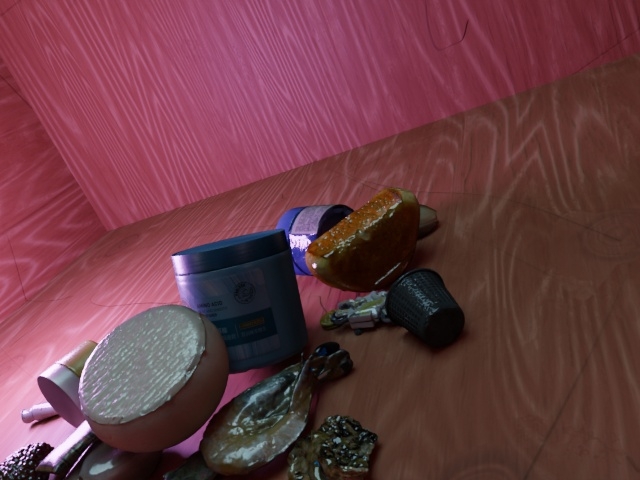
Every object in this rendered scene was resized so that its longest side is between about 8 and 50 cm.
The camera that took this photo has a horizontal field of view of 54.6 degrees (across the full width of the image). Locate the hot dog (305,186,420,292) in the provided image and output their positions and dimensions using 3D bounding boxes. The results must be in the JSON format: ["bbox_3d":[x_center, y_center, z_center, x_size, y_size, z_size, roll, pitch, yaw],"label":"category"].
[{"bbox_3d":[0.161,0.024,1.952,0.405,0.223,0.185,-37,22,-9],"label":"hot dog"}]

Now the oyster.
[{"bbox_3d":[0.012,0.454,1.310,0.222,0.083,0.214,-26,18,18],"label":"oyster"}]

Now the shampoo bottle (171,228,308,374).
[{"bbox_3d":[-0.223,0.167,1.767,0.330,0.343,0.331,-12,6,1],"label":"shampoo bottle"}]

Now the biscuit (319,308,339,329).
[{"bbox_3d":[0.039,0.236,1.862,0.083,0.023,0.084,-23,20,9],"label":"biscuit"}]

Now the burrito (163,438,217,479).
[{"bbox_3d":[-0.327,0.576,1.394,0.096,0.066,0.309,23,41,22],"label":"burrito"}]

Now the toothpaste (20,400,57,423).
[{"bbox_3d":[-0.891,0.563,2.100,0.234,0.057,0.089,-17,20,1],"label":"toothpaste"}]

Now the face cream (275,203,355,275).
[{"bbox_3d":[0.000,0.000,2.146,0.225,0.249,0.249,-3,30,47],"label":"face cream"}]

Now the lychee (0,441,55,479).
[{"bbox_3d":[-0.752,0.618,1.615,0.188,0.188,0.188,-22,21,9],"label":"lychee"}]

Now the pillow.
[{"bbox_3d":[-0.612,0.508,1.561,0.113,0.038,0.203,-12,22,40],"label":"pillow"}]

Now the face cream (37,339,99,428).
[{"bbox_3d":[-0.744,0.452,1.953,0.218,0.218,0.179,-5,28,42],"label":"face cream"}]

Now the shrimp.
[{"bbox_3d":[-0.092,0.394,1.494,0.445,0.110,0.221,-36,35,-31],"label":"shrimp"}]

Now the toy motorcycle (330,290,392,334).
[{"bbox_3d":[0.142,0.194,1.774,0.228,0.074,0.151,-9,26,33],"label":"toy motorcycle"}]

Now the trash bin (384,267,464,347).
[{"bbox_3d":[0.276,0.179,1.561,0.175,0.176,0.161,-29,32,-10],"label":"trash bin"}]

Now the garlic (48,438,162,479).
[{"bbox_3d":[-0.537,0.556,1.593,0.278,0.132,0.325,-22,23,8],"label":"garlic"}]

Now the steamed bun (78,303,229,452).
[{"bbox_3d":[-0.393,0.352,1.533,0.374,0.241,0.375,-14,42,13],"label":"steamed bun"}]

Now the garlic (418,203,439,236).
[{"bbox_3d":[0.297,-0.068,2.167,0.206,0.115,0.128,-11,31,39],"label":"garlic"}]
